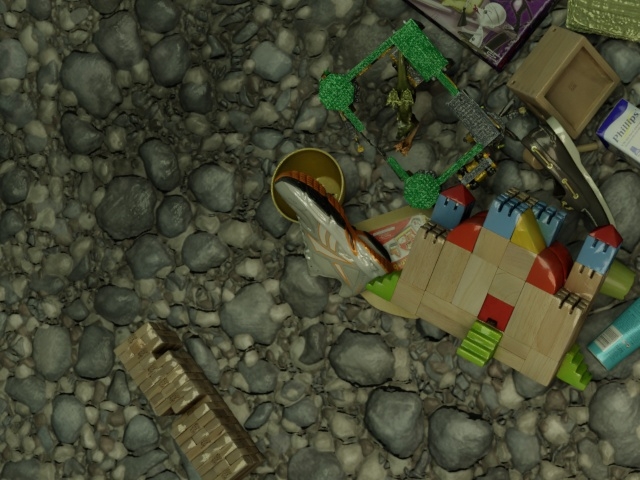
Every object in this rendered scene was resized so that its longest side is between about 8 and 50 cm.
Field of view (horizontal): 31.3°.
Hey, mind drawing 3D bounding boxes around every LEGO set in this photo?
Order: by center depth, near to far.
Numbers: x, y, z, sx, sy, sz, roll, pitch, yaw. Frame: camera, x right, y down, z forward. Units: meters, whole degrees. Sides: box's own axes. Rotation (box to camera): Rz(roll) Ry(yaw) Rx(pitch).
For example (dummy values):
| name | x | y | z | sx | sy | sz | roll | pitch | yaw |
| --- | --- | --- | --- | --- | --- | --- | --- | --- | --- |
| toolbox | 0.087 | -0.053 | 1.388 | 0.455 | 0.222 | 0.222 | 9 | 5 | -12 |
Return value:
| name | x | y | z | sx | sy | sz | roll | pitch | yaw |
| --- | --- | --- | --- | --- | --- | --- | --- | --- | --- |
| LEGO set | 0.168 | -0.221 | 1.953 | 0.331 | 0.192 | 0.255 | 42 | 104 | 2 |

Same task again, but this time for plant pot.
| name | x | y | z | sx | sy | sz | roll | pitch | yaw |
| --- | --- | --- | --- | --- | --- | --- | --- | --- | --- |
| plant pot | 0.466 | 0.057 | 1.854 | 0.079 | 0.083 | 0.083 | 27 | 91 | 9 |
| plant pot | -0.008 | -0.089 | 2.026 | 0.134 | 0.095 | 0.134 | -3 | 81 | 20 |

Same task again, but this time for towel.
| name | x | y | z | sx | sy | sz | roll | pitch | yaw |
| --- | --- | --- | --- | --- | --- | --- | --- | --- | --- |
| towel | 0.490 | -0.393 | 1.919 | 0.148 | 0.027 | 0.110 | 12 | 84 | 6 |

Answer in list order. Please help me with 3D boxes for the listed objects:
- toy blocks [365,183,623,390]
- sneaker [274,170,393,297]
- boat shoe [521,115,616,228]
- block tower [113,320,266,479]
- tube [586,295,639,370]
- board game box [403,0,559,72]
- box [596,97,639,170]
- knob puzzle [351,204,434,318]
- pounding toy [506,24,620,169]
| name | x | y | z | sx | sy | sz | roll | pitch | yaw |
| --- | --- | --- | --- | --- | --- | --- | --- | --- | --- |
| toy blocks | 0.292 | 0.041 | 1.800 | 0.381 | 0.191 | 0.261 | 28 | 116 | 19 |
| sneaker | 0.000 | 0.000 | 1.929 | 0.121 | 0.099 | 0.262 | -39 | 106 | 19 |
| boat shoe | 0.403 | -0.094 | 1.847 | 0.069 | 0.081 | 0.227 | -33 | 111 | 7 |
| block tower | -0.231 | 0.302 | 2.049 | 0.097 | 0.091 | 0.335 | -40 | 72 | 10 |
| tube | 0.523 | 0.124 | 1.837 | 0.207 | 0.052 | 0.080 | -41 | 70 | 5 |
| board game box | 0.250 | -0.480 | 2.022 | 0.347 | 0.056 | 0.208 | 41 | 92 | 20 |
| box | 0.524 | -0.152 | 1.833 | 0.137 | 0.126 | 0.072 | 39 | 97 | 21 |
| knob puzzle | 0.142 | 0.045 | 1.989 | 0.213 | 0.030 | 0.213 | -3 | 81 | 18 |
| pounding toy | 0.391 | -0.218 | 1.897 | 0.206 | 0.181 | 0.094 | -52 | 37 | 2 |
